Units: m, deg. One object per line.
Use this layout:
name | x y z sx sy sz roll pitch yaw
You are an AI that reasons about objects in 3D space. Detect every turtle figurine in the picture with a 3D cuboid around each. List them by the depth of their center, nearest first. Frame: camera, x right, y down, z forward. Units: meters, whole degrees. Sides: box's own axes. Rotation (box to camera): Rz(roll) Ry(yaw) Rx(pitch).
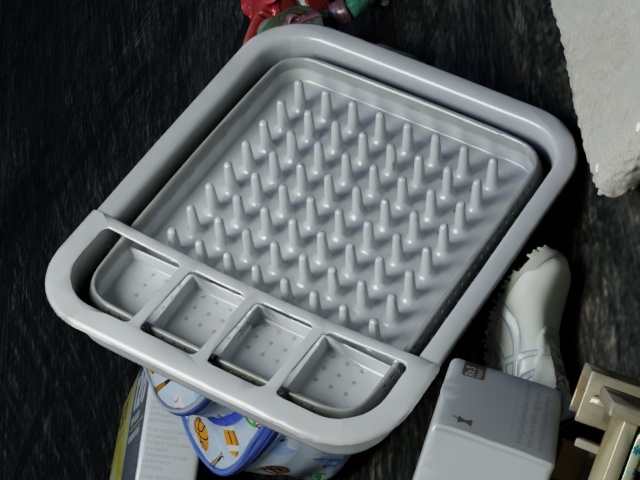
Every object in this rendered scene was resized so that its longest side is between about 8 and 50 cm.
turtle figurine | 0.001 -0.157 1.698 0.175 0.118 0.234 -66 31 14

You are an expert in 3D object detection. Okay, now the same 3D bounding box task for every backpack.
backpack | -0.033 0.065 1.522 0.276 0.213 0.263 -107 30 -47

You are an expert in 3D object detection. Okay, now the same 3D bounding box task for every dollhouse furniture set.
dollhouse furniture set | 0.185 0.184 1.138 0.161 0.101 0.182 -67 -4 -84

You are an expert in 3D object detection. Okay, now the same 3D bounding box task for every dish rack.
dish rack | 0.000 0.000 1.349 0.333 0.285 0.072 -52 -27 -31

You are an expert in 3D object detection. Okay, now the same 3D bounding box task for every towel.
towel | 0.230 -0.183 1.296 0.187 0.049 0.282 -51 33 42

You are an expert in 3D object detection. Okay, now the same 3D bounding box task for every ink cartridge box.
ink cartridge box | -0.155 0.194 1.758 0.303 0.072 0.307 123 154 -70

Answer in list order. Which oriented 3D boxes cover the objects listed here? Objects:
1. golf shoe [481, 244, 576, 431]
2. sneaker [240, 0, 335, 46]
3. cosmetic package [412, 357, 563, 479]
golf shoe | 0.150 0.094 1.290 0.086 0.069 0.176 18 86 37
sneaker | -0.040 -0.209 1.872 0.128 0.087 0.221 -40 27 64
cosmetic package | 0.086 0.207 1.215 0.117 0.085 0.231 -62 -11 -68
